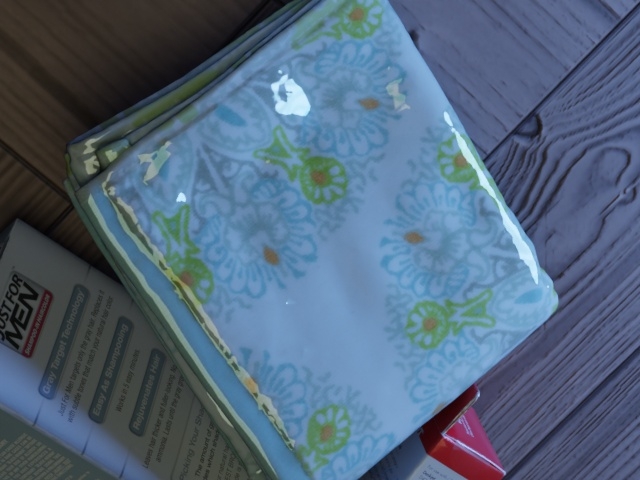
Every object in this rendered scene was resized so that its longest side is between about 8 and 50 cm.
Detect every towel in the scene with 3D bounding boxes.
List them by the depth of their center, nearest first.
[{"bbox_3d":[0.000,0.000,1.560,0.320,0.090,0.374,-36,107,-17],"label":"towel"}]

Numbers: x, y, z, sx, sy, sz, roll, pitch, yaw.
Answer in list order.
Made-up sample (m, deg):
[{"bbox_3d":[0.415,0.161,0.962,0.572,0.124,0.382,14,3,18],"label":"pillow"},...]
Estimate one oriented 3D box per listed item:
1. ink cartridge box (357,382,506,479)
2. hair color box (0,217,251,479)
[{"bbox_3d":[0.086,0.216,1.707,0.078,0.134,0.231,34,103,-19],"label":"ink cartridge box"},{"bbox_3d":[-0.160,0.167,1.605,0.374,0.185,0.113,35,131,-21],"label":"hair color box"}]
